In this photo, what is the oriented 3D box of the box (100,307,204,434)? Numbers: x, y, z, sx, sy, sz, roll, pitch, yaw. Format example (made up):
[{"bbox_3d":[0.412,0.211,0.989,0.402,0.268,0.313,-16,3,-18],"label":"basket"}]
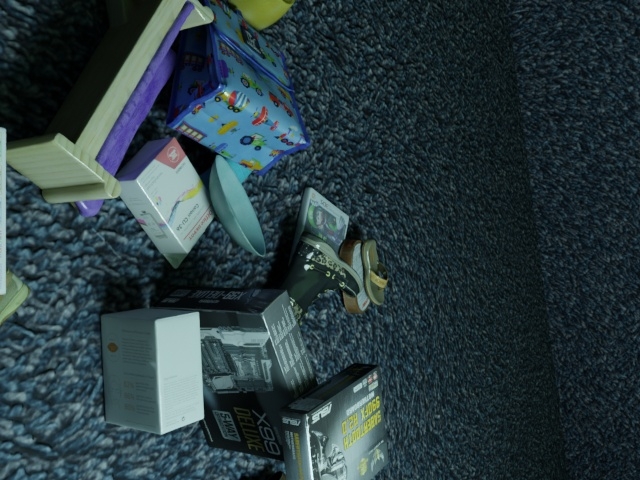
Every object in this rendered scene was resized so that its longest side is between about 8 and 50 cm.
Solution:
[{"bbox_3d":[-0.260,0.196,1.039,0.091,0.130,0.170,-4,93,-55],"label":"box"}]

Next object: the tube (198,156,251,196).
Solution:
[{"bbox_3d":[-0.157,-0.144,1.276,0.207,0.052,0.080,-52,123,-36],"label":"tube"}]

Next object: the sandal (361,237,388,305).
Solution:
[{"bbox_3d":[0.138,0.079,1.624,0.072,0.049,0.180,-45,131,-55],"label":"sandal"}]

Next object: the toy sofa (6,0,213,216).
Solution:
[{"bbox_3d":[-0.289,-0.217,0.990,0.177,0.150,0.362,48,51,-43],"label":"toy sofa"}]

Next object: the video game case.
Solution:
[{"bbox_3d":[0.000,0.000,1.522,0.173,0.022,0.190,34,62,-50],"label":"video game case"}]

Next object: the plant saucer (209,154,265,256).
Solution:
[{"bbox_3d":[-0.154,-0.054,1.177,0.195,0.037,0.195,-24,90,-84],"label":"plant saucer"}]

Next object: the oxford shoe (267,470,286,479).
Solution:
[{"bbox_3d":[-0.138,0.515,1.276,0.227,0.083,0.096,-22,85,-52],"label":"oxford shoe"}]

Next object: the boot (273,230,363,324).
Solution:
[{"bbox_3d":[-0.014,0.108,1.430,0.178,0.085,0.236,-58,139,-14],"label":"boot"}]

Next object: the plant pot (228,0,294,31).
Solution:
[{"bbox_3d":[-0.105,-0.486,1.314,0.134,0.095,0.134,4,86,-55],"label":"plant pot"}]

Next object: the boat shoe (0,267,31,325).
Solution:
[{"bbox_3d":[-0.436,0.101,0.855,0.048,0.056,0.153,55,45,-27],"label":"boat shoe"}]

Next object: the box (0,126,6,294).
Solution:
[{"bbox_3d":[-0.446,-0.034,0.787,0.103,0.114,0.203,0,90,-55],"label":"box"}]

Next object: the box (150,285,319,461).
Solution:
[{"bbox_3d":[-0.127,0.227,1.136,0.076,0.243,0.307,-43,125,-48],"label":"box"}]

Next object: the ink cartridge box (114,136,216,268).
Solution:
[{"bbox_3d":[-0.245,-0.058,1.123,0.115,0.067,0.198,-60,136,-38],"label":"ink cartridge box"}]

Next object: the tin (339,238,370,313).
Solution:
[{"bbox_3d":[0.085,0.088,1.613,0.106,0.040,0.189,-41,128,-52],"label":"tin"}]

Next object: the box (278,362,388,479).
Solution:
[{"bbox_3d":[0.029,0.323,1.098,0.231,0.056,0.183,-15,101,-55],"label":"box"}]

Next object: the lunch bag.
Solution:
[{"bbox_3d":[-0.151,-0.302,1.220,0.221,0.138,0.293,26,47,-44],"label":"lunch bag"}]
